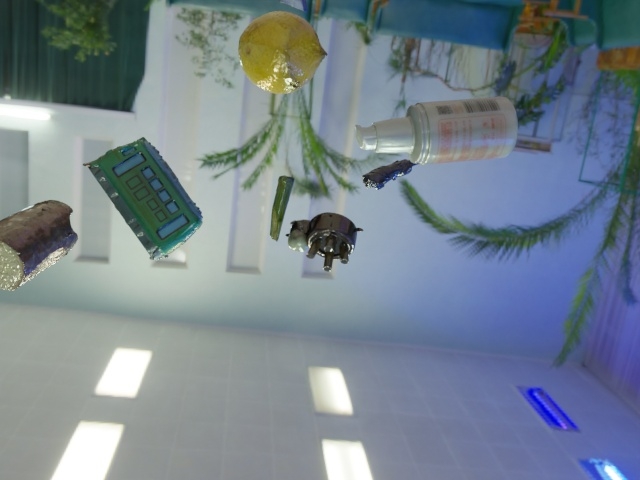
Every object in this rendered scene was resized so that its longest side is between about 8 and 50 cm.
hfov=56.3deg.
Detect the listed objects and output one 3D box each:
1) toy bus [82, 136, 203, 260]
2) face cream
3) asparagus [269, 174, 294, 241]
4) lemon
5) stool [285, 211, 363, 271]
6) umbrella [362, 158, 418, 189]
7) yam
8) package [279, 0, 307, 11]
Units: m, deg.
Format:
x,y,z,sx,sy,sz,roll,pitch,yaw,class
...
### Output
x,y,z,sx,sy,sz,roll,pitch,yaw,class
-0.492,-0.124,1.714,0.199,0.344,0.183,-35,-174,-7,toy bus
0.179,-0.172,0.957,0.251,0.101,0.101,-6,-164,-8,face cream
-0.107,-0.083,1.553,0.041,0.179,0.045,15,-166,-2,asparagus
-0.122,-0.539,1.726,0.228,0.229,0.253,-7,-168,-44,lemon
0.000,0.000,1.522,0.217,0.125,0.121,2,-127,20,stool
0.248,-0.225,1.937,0.248,0.071,0.071,-24,-153,-23,umbrella
-0.565,0.006,1.135,0.129,0.128,0.238,35,-162,-8,yam
-0.110,-0.927,2.165,0.027,0.171,0.173,-12,177,33,package
